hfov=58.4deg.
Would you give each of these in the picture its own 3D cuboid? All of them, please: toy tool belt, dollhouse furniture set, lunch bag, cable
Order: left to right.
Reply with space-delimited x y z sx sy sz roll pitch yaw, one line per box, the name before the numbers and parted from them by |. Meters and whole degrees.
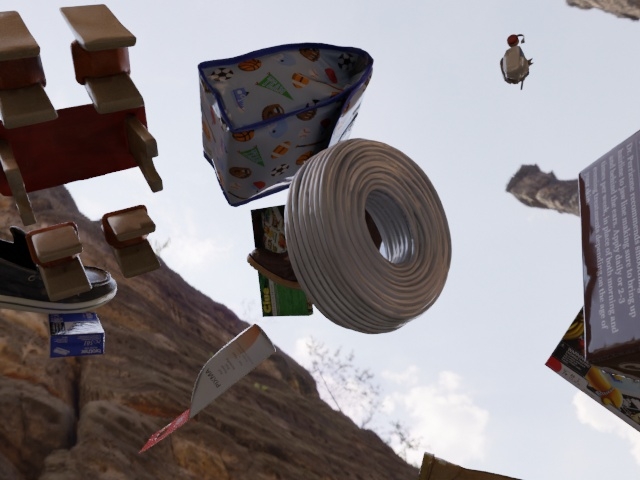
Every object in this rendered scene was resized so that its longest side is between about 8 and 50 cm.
dollhouse furniture set | -0.288 -0.077 0.540 0.259 0.135 0.262 -18 -43 -27
lunch bag | -0.070 -0.279 1.355 0.385 0.239 0.328 -22 -20 -20
cable | 0.071 -0.007 0.753 0.257 0.089 0.257 26 -124 -36
toy tool belt | 0.330 -0.299 0.963 0.051 0.052 0.083 34 -127 -50

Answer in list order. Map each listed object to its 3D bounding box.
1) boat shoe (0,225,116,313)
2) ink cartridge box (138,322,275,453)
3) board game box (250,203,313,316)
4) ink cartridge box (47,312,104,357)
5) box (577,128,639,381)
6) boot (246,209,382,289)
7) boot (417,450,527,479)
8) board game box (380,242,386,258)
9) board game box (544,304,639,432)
boat shoe | -0.665 0.060 1.293 0.500 0.186 0.156 18 -83 -55
ink cartridge box | -0.141 0.169 0.681 0.179 0.145 0.045 -34 -93 -15
board game box | -0.091 0.048 1.337 0.030 0.136 0.260 -8 -88 -60
ink cartridge box | -0.503 0.189 1.170 0.097 0.207 0.046 1 -86 -26
box | 0.337 -0.039 0.337 0.143 0.381 0.191 16 -117 -10
boot | 0.000 0.000 1.118 0.248 0.090 0.207 20 -81 -4
boot | 0.327 0.595 1.217 0.269 0.089 0.236 14 -80 17
board game box | 0.198 0.022 1.604 0.027 0.281 0.145 25 -103 -12
board game box | 0.484 0.178 0.757 0.053 0.305 0.193 10 -69 -49
